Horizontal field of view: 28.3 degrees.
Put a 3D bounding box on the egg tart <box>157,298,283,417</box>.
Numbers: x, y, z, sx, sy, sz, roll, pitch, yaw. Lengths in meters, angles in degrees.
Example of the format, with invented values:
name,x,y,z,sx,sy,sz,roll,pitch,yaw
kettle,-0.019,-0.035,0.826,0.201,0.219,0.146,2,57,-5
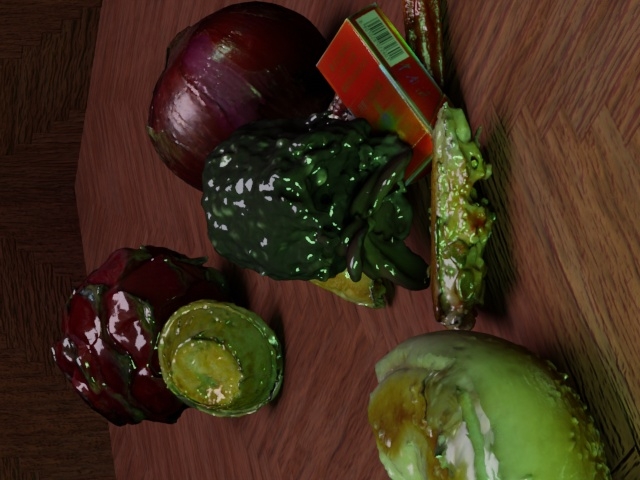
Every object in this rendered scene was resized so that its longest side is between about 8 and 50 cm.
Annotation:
name,x,y,z,sx,sy,sz,roll,pitch,yaw
egg tart,-0.164,0.193,1.981,0.090,0.212,0.213,-49,-30,-61

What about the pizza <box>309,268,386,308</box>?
name,x,y,z,sx,sy,sz,roll,pitch,yaw
pizza,-0.013,-0.023,1.538,0.134,0.271,0.056,-55,-2,27

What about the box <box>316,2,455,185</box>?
name,x,y,z,sx,sy,sz,roll,pitch,yaw
box,0.078,-0.156,1.378,0.175,0.048,0.112,55,153,6

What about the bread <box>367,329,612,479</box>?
name,x,y,z,sx,sy,sz,roll,pitch,yaw
bread,0.156,0.184,1.096,0.314,0.171,0.192,-112,30,-43

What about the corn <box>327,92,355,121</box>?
name,x,y,z,sx,sy,sz,roll,pitch,yaw
corn,0.032,-0.123,1.553,0.281,0.092,0.092,111,151,-46

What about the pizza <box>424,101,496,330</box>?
name,x,y,z,sx,sy,sz,roll,pitch,yaw
pizza,0.143,-0.019,1.291,0.147,0.069,0.226,56,-146,-87

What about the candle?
name,x,y,z,sx,sy,sz,roll,pitch,yaw
candle,0.108,-0.321,1.394,0.051,0.048,0.329,73,-167,-85

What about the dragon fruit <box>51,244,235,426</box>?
name,x,y,z,sx,sy,sz,roll,pitch,yaw
dragon fruit,-0.297,0.168,2.190,0.329,0.329,0.329,179,90,-71

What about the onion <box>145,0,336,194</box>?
name,x,y,z,sx,sy,sz,roll,pitch,yaw
onion,-0.103,-0.183,1.666,0.276,0.276,0.276,179,90,-71

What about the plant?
name,x,y,z,sx,sy,sz,roll,pitch,yaw
plant,-0.005,-0.040,1.378,0.234,0.178,0.204,15,130,33
